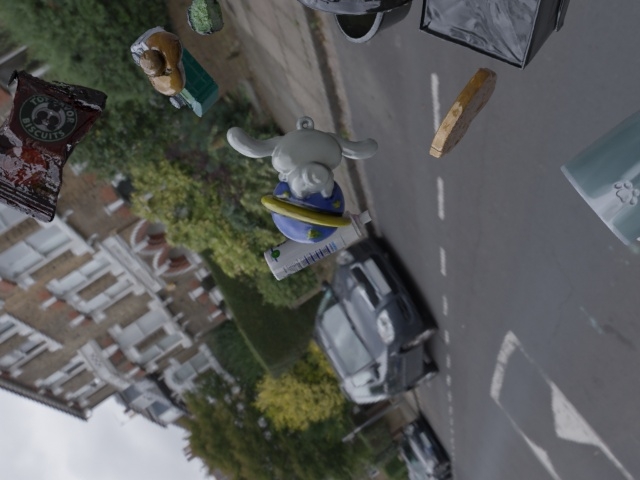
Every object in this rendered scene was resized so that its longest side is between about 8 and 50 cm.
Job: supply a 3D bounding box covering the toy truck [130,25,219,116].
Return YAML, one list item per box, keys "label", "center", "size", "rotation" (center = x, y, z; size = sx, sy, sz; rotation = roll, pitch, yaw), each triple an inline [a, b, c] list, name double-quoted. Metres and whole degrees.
- label: "toy truck"
  center: [-0.382, -0.452, 1.770]
  size: [0.253, 0.114, 0.124]
  rotation: [48, 159, -25]

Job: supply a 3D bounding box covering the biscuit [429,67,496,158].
- label: "biscuit"
  center: [0.446, -0.401, 2.066]
  size: [0.057, 0.312, 0.351]
  rotation: [37, -153, 12]

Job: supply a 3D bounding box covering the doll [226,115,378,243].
- label: "doll"
  center: [-0.050, -0.121, 1.330]
  size: [0.311, 0.242, 0.159]
  rotation: [16, -159, -18]

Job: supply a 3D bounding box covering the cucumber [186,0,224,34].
- label: "cucumber"
  center: [-0.344, -0.671, 1.965]
  size: [0.193, 0.086, 0.115]
  rotation: [-66, -43, -64]

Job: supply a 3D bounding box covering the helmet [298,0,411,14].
- label: "helmet"
  center: [0.055, -0.504, 1.127]
  size: [0.279, 0.230, 0.160]
  rotation: [17, 141, 19]

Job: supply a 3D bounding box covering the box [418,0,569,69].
- label: "box"
  center: [0.353, -0.545, 1.265]
  size: [0.251, 0.204, 0.345]
  rotation: [30, 153, 23]

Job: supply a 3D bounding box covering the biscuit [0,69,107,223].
- label: "biscuit"
  center: [-0.459, -0.162, 1.064]
  size: [0.151, 0.235, 0.063]
  rotation: [23, 166, -14]

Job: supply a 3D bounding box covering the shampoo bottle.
- label: "shampoo bottle"
  center: [0.000, 0.000, 1.782]
  size: [0.092, 0.303, 0.092]
  rotation: [61, -177, -6]

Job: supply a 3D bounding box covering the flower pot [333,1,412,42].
- label: "flower pot"
  center: [0.171, -0.743, 2.015]
  size: [0.269, 0.166, 0.268]
  rotation: [29, 125, 53]

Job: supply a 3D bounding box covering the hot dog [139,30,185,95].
- label: "hot dog"
  center: [-0.225, -0.252, 0.945]
  size: [0.140, 0.060, 0.089]
  rotation: [-118, 21, -61]

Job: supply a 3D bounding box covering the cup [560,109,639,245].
- label: "cup"
  center: [0.821, -0.142, 1.640]
  size: [0.357, 0.274, 0.259]
  rotation: [37, -155, -25]
